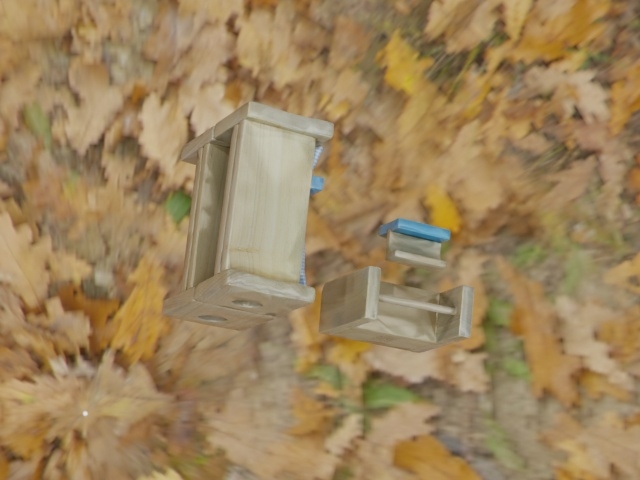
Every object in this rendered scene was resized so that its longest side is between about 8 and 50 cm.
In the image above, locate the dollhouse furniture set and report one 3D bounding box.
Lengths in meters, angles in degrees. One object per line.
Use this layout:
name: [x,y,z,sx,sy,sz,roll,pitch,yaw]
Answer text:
dollhouse furniture set: [0.000,0.000,1.287,0.183,0.129,0.129,13,73,-23]
